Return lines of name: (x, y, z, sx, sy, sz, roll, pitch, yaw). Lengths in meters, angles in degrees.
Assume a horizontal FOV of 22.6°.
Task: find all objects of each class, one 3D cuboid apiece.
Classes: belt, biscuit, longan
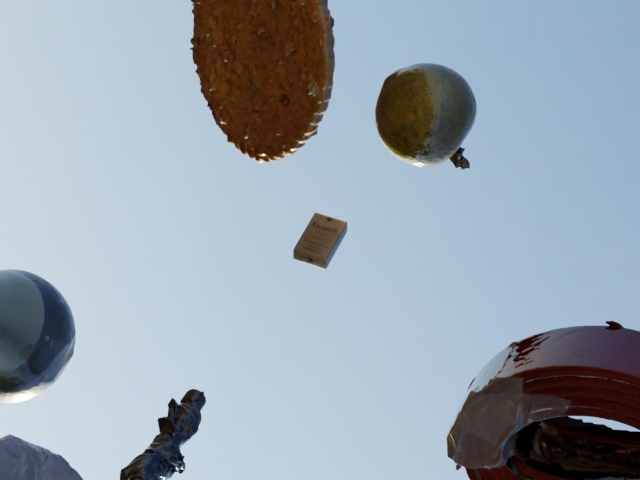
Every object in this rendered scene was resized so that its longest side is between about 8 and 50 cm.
belt: (0.297, 0.208, 1.725, 0.115, 0.324, 0.227, -50, 147, -60)
biscuit: (-0.065, -0.202, 1.634, 0.254, 0.035, 0.254, 21, -64, 52)
longan: (0.157, -0.172, 2.292, 0.155, 0.176, 0.145, -43, -167, -13)

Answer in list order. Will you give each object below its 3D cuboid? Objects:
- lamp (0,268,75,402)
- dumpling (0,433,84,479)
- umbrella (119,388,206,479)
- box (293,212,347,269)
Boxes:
lamp: (-0.430, 0.092, 2.125, 0.314, 0.182, 0.182, 82, -1, -56)
dumpling: (-0.329, 0.285, 1.411, 0.163, 0.293, 0.204, -5, -64, 47)
umbrella: (-0.231, 0.317, 2.483, 0.224, 0.071, 0.080, -59, 154, -47)
box: (0.000, 0.000, 2.313, 0.024, 0.053, 0.083, 92, 22, -45)
